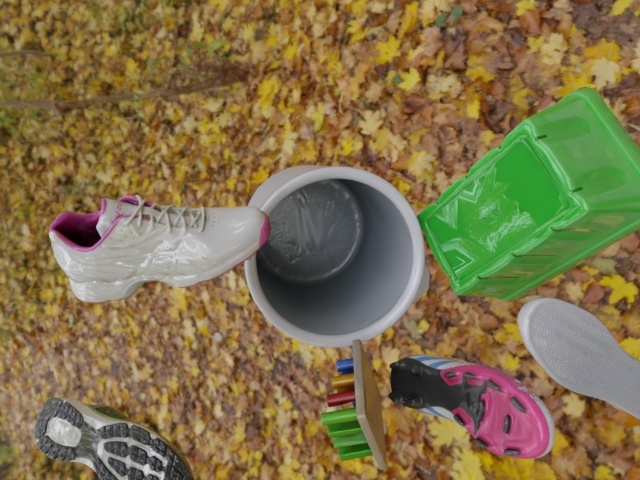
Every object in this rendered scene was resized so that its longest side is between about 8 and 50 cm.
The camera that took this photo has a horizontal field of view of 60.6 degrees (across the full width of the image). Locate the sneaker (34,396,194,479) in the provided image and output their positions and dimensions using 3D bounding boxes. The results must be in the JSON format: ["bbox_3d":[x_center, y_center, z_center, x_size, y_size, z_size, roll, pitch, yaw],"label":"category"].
[{"bbox_3d":[-0.437,0.454,1.246,0.411,0.182,0.158,18,89,22],"label":"sneaker"}]

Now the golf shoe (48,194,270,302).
[{"bbox_3d":[-0.226,-0.005,0.759,0.115,0.307,0.140,-102,-4,-49],"label":"golf shoe"}]

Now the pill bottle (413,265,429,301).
[{"bbox_3d":[0.189,0.096,1.310,0.208,0.119,0.119,98,150,-81],"label":"pill bottle"}]

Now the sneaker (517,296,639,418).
[{"bbox_3d":[0.379,0.165,0.840,0.108,0.293,0.169,-55,17,1],"label":"sneaker"}]

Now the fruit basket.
[{"bbox_3d":[0.402,-0.084,0.987,0.392,0.392,0.282,-45,63,45],"label":"fruit basket"}]

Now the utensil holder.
[{"bbox_3d":[0.000,0.000,1.144,0.385,0.328,0.327,-131,35,-76],"label":"utensil holder"}]

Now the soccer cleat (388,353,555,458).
[{"bbox_3d":[0.246,0.238,0.856,0.331,0.143,0.115,4,91,61],"label":"soccer cleat"}]

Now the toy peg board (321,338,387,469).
[{"bbox_3d":[0.055,0.288,0.951,0.079,0.160,0.161,-13,127,10],"label":"toy peg board"}]
